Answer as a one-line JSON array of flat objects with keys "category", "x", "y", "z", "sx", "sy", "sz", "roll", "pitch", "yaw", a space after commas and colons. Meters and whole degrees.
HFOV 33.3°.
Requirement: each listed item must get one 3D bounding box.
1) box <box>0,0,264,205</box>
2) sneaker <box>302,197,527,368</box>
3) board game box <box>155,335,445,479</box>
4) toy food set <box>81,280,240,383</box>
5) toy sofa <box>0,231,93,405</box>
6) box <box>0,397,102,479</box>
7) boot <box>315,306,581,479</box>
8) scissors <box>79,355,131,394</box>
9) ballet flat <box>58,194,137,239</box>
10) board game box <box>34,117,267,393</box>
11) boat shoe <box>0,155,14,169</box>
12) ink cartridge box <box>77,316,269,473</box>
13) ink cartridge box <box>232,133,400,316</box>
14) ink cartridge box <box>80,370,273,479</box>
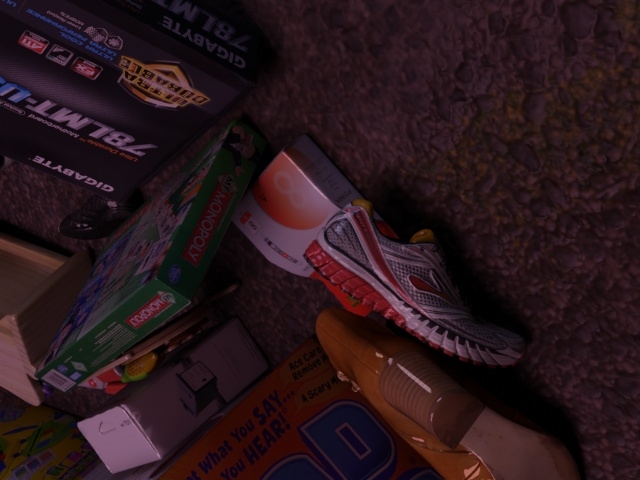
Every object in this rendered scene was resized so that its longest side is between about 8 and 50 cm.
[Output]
[{"category": "box", "x": -0.254, "y": -0.169, "z": 1.043, "sx": 0.296, "sy": 0.073, "sz": 0.293, "roll": 25, "pitch": 143, "yaw": -27}, {"category": "sneaker", "x": 0.099, "y": 0.043, "z": 0.991, "sx": 0.225, "sy": 0.092, "sz": 0.088, "roll": 33, "pitch": 180, "yaw": -6}, {"category": "board game box", "x": -0.035, "y": 0.408, "z": 1.199, "sx": 0.356, "sy": 0.356, "sz": 0.356, "roll": 40, "pitch": 140, "yaw": 11}, {"category": "toy food set", "x": -0.172, "y": 0.117, "z": 1.229, "sx": 0.132, "sy": 0.192, "sz": 0.038, "roll": -28, "pitch": 94, "yaw": 48}, {"category": "toy sofa", "x": -0.481, "y": 0.072, "z": 1.497, "sx": 0.363, "sy": 0.150, "sz": 0.177, "roll": 18, "pitch": 134, "yaw": 26}, {"category": "box", "x": -0.469, "y": 0.424, "z": 1.681, "sx": 0.279, "sy": 0.290, "sz": 0.177, "roll": 11, "pitch": 128, "yaw": 39}, {"category": "boot", "x": 0.129, "y": 0.176, "z": 1.075, "sx": 0.295, "sy": 0.104, "sz": 0.211, "roll": 45, "pitch": 174, "yaw": -35}, {"category": "scissors", "x": -0.322, "y": 0.218, "z": 1.588, "sx": 0.297, "sy": 0.021, "sz": 0.109, "roll": -23, "pitch": 105, "yaw": 49}, {"category": "ballet flat", "x": -0.275, "y": -0.035, "z": 1.333, "sx": 0.173, "sy": 0.057, "sz": 0.049, "roll": -22, "pitch": 65, "yaw": 48}, {"category": "board game box", "x": -0.187, "y": 0.024, "z": 1.143, "sx": 0.046, "sy": 0.213, "sz": 0.317, "roll": 35, "pitch": 142, "yaw": -17}, {"category": "boat shoe", "x": -0.510, "y": -0.207, "z": 1.372, "sx": 0.302, "sy": 0.091, "sz": 0.114, "roll": 54, "pitch": 141, "yaw": -5}, {"category": "ink cartridge box", "x": -0.177, "y": 0.186, "z": 1.289, "sx": 0.082, "sy": 0.191, "sz": 0.140, "roll": 55, "pitch": 141, "yaw": -6}, {"category": "ink cartridge box", "x": 0.000, "y": 0.000, "z": 1.090, "sx": 0.179, "sy": 0.045, "sz": 0.145, "roll": 50, "pitch": 142, "yaw": 4}, {"category": "ink cartridge box", "x": -0.212, "y": 0.311, "z": 1.331, "sx": 0.091, "sy": 0.308, "sz": 0.385, "roll": 55, "pitch": 140, "yaw": -6}]
